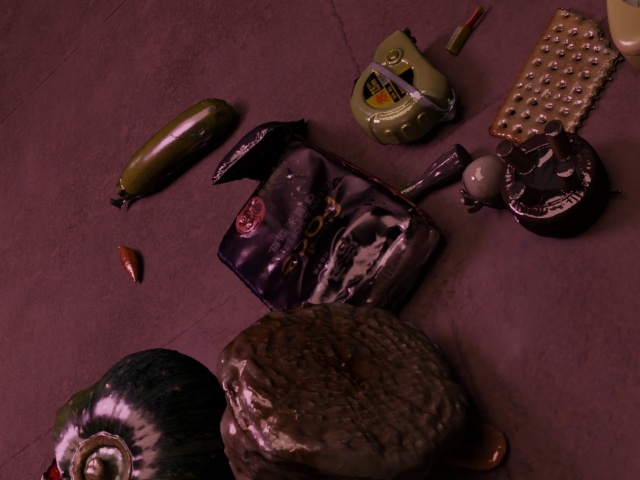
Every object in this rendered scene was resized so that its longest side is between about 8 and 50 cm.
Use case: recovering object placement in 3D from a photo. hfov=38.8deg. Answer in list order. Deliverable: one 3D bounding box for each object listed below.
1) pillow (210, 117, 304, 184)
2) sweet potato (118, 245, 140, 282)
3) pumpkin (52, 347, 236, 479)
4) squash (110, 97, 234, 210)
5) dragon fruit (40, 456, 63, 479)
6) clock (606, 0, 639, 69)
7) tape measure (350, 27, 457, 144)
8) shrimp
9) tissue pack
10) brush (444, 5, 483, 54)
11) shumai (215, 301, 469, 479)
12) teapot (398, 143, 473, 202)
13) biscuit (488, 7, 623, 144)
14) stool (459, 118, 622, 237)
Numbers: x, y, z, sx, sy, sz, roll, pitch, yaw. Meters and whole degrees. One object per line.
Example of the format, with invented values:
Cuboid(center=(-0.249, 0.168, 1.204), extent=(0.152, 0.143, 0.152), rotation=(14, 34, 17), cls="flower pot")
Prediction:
Cuboid(center=(-0.095, -0.145, 1.470), extent=(0.055, 0.208, 0.141), rotation=(46, 104, 4), cls="pillow")
Cuboid(center=(-0.356, 0.043, 1.706), extent=(0.034, 0.034, 0.095), rotation=(-42, 56, 18), cls="sweet potato")
Cuboid(center=(-0.200, 0.277, 1.243), extent=(0.197, 0.263, 0.293), rotation=(-40, 56, 10), cls="pumpkin")
Cuboid(center=(-0.294, -0.164, 1.727), extent=(0.331, 0.087, 0.087), rotation=(-35, 47, 27), cls="squash")
Cuboid(center=(-0.378, 0.390, 1.505), extent=(0.127, 0.121, 0.161), rotation=(107, -172, -48), cls="dragon fruit")
Cuboid(center=(0.445, -0.338, 1.140), extent=(0.170, 0.069, 0.232), rotation=(-21, 53, 35), cls="clock")
Cuboid(center=(0.121, -0.216, 1.361), extent=(0.154, 0.087, 0.177), rotation=(-37, 47, 5), cls="tape measure")
Cuboid(center=(0.178, 0.246, 1.096), extent=(0.108, 0.023, 0.059), rotation=(-1, 58, 43), cls="shrimp")
Cuboid(center=(0.000, 0.000, 1.327), extent=(0.245, 0.123, 0.332), rotation=(-57, 42, 5), cls="tissue pack")
Cuboid(center=(0.219, -0.321, 1.379), extent=(0.083, 0.019, 0.021), rotation=(-56, 33, 5), cls="brush")
Cuboid(center=(0.007, 0.248, 1.096), extent=(0.304, 0.309, 0.263), rotation=(-107, 31, -54), cls="shumai")
Cuboid(center=(0.161, -0.092, 1.289), extent=(0.111, 0.043, 0.042), rotation=(-33, 48, 29), cls="teapot")
Cuboid(center=(0.321, -0.213, 1.224), extent=(0.144, 0.016, 0.203), rotation=(33, 92, 48), cls="biscuit")
Cuboid(center=(0.260, -0.078, 1.133), extent=(0.217, 0.121, 0.125), rotation=(8, 74, 40), cls="stool")
